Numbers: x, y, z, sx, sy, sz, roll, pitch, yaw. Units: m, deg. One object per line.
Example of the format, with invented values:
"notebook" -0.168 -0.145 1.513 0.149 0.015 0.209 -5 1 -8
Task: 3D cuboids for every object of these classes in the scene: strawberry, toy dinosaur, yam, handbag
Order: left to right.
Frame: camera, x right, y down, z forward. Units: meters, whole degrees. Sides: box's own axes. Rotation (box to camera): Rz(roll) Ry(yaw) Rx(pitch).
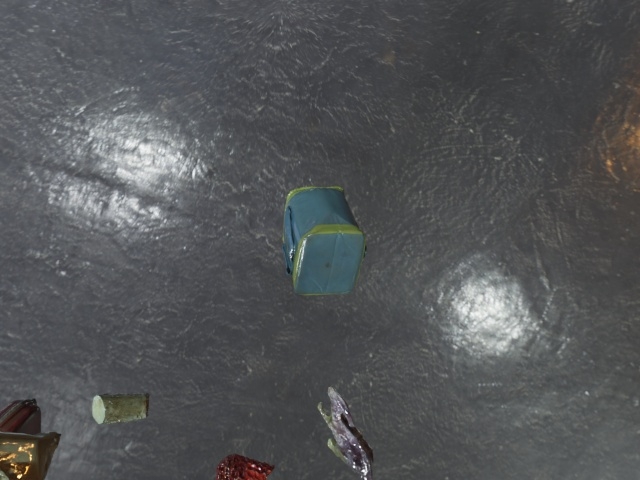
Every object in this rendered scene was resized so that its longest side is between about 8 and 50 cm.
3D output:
"handbag" -0.698 0.502 1.001 0.109 0.253 0.316 -12 151 23
"yam" -0.666 0.564 1.684 0.183 0.107 0.107 4 117 -31
"strawberry" -0.303 0.892 1.904 0.234 0.234 0.178 -45 84 16
"handbag" 0.000 0.000 1.438 0.222 0.241 0.263 -4 126 -14
"toy dinosaur" 0.067 0.487 1.206 0.077 0.162 0.294 -33 96 -17

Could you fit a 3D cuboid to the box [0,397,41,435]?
"box" -1.142 0.777 1.826 0.108 0.263 0.404 19 114 5
